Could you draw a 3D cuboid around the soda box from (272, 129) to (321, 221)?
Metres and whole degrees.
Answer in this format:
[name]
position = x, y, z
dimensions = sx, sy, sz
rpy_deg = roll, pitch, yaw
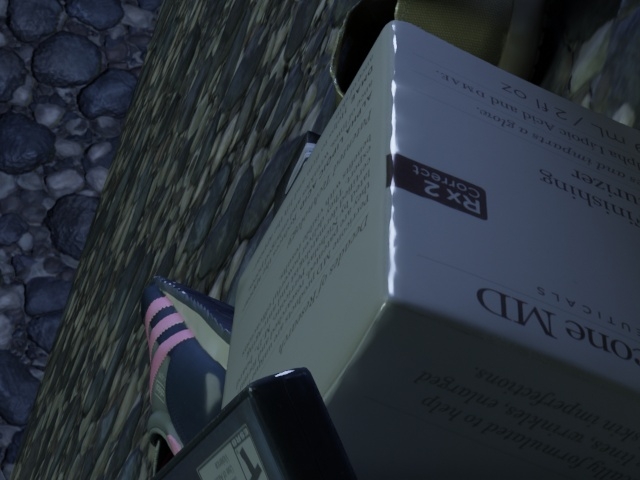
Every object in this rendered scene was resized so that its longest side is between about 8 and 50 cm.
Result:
[soda box]
position = 0.000, 0.000, 1.220
dimensions = 0.169, 0.053, 0.060
rpy_deg = -88, 23, -54

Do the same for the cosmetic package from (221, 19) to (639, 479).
[cosmetic package]
position = 0.057, 0.045, 0.696
dimensions = 0.183, 0.151, 0.151
rpy_deg = -88, 24, -53

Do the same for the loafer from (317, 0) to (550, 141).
[loafer]
position = 0.046, -0.098, 1.103
dimensions = 0.268, 0.092, 0.102
rpy_deg = 137, 152, -62

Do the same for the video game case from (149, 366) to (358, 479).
[video game case]
position = 0.006, 0.197, 0.572
dimensions = 0.274, 0.026, 0.196
rpy_deg = 65, 150, 13

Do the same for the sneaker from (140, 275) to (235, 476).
[sneaker]
position = -0.086, 0.107, 1.264
dimensions = 0.131, 0.112, 0.319
rpy_deg = -65, 12, 1
